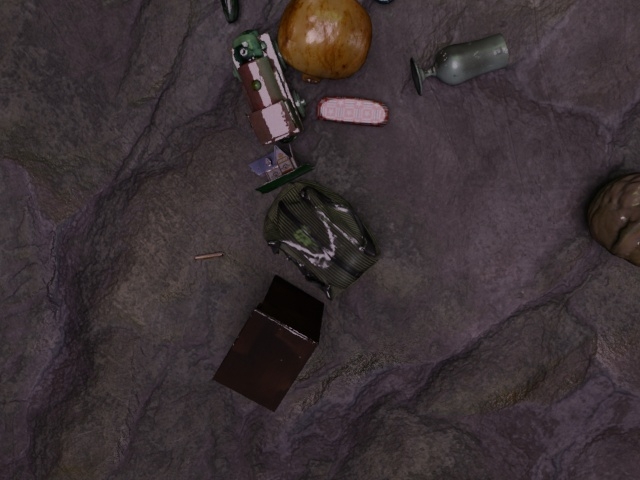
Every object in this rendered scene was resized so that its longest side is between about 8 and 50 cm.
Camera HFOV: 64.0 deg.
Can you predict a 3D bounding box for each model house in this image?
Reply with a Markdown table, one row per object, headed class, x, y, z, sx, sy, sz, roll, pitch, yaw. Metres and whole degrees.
| class | x | y | z | sx | sy | sz | roll | pitch | yaw |
| --- | --- | --- | --- | --- | --- | --- | --- | --- | --- |
| model house | -0.116 | -0.207 | 1.432 | 0.167 | 0.117 | 0.088 | -26 | 86 | 13 |

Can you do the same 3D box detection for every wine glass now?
| class | x | y | z | sx | sy | sz | roll | pitch | yaw |
| --- | --- | --- | --- | --- | --- | --- | --- | --- | --- |
| wine glass | 0.355 | -0.453 | 1.316 | 0.231 | 0.103 | 0.103 | -14 | 104 | 6 |

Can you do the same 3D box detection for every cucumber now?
| class | x | y | z | sx | sy | sz | roll | pitch | yaw |
| --- | --- | --- | --- | --- | --- | --- | --- | --- | --- |
| cucumber | -0.236 | -0.624 | 1.344 | 0.048 | 0.048 | 0.105 | -4 | 107 | 6 |

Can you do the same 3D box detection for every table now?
| class | x | y | z | sx | sy | sz | roll | pitch | yaw |
| --- | --- | --- | --- | --- | --- | --- | --- | --- | --- |
| table | -0.135 | 0.281 | 1.471 | 0.196 | 0.282 | 0.250 | 29 | 107 | -4 |

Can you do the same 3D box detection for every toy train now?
| class | x | y | z | sx | sy | sz | roll | pitch | yaw |
| --- | --- | --- | --- | --- | --- | --- | --- | --- | --- |
| toy train | -0.141 | -0.391 | 1.312 | 0.150 | 0.221 | 0.304 | -20 | 104 | 10 |

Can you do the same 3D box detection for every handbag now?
| class | x | y | z | sx | sy | sz | roll | pitch | yaw |
| --- | --- | --- | --- | --- | --- | --- | --- | --- | --- |
| handbag | 0.000 | 0.000 | 1.406 | 0.341 | 0.240 | 0.247 | 42 | 100 | -6 |

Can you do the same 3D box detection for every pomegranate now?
| class | x | y | z | sx | sy | sz | roll | pitch | yaw |
| --- | --- | --- | --- | --- | --- | --- | --- | --- | --- |
| pomegranate | 0.010 | -0.500 | 1.265 | 0.249 | 0.248 | 0.248 | 1 | 106 | 4 |

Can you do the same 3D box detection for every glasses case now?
| class | x | y | z | sx | sy | sz | roll | pitch | yaw |
| --- | --- | --- | --- | --- | --- | --- | --- | --- | --- |
| glasses case | 0.088 | -0.352 | 1.393 | 0.195 | 0.049 | 0.073 | 7 | 105 | 3 |

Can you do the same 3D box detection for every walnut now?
| class | x | y | z | sx | sy | sz | roll | pitch | yaw |
| --- | --- | --- | --- | --- | --- | --- | --- | --- | --- |
| walnut | 0.828 | -0.053 | 1.326 | 0.249 | 0.248 | 0.248 | 1 | 106 | 4 |

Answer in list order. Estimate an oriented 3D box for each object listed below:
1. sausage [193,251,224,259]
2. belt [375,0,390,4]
| class | x | y | z | sx | sy | sz | roll | pitch | yaw |
| --- | --- | --- | --- | --- | --- | --- | --- | --- | --- |
| sausage | -0.340 | 0.048 | 1.560 | 0.100 | 0.015 | 0.015 | -9 | 105 | 7 |
| belt | 0.106 | -0.735 | 1.274 | 0.087 | 0.072 | 0.302 | -28 | 104 | 16 |
